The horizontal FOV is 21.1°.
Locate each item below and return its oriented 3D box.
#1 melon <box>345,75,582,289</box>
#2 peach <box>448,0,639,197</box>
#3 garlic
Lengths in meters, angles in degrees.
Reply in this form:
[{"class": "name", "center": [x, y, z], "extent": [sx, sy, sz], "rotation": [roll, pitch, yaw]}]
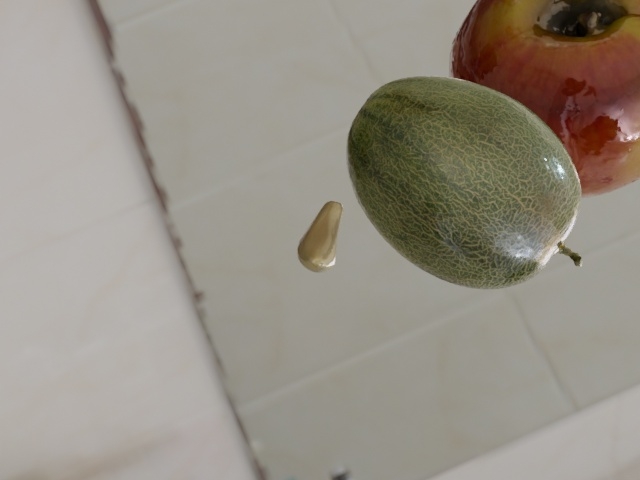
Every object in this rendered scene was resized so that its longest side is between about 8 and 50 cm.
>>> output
[{"class": "melon", "center": [0.107, -0.038, 1.225], "extent": [0.192, 0.139, 0.139], "rotation": [34, -10, 2]}, {"class": "peach", "center": [0.260, -0.159, 1.720], "extent": [0.281, 0.281, 0.238], "rotation": [83, 13, -64]}, {"class": "garlic", "center": [0.001, 0.000, 1.728], "extent": [0.053, 0.041, 0.083], "rotation": [113, -4, -60]}]
